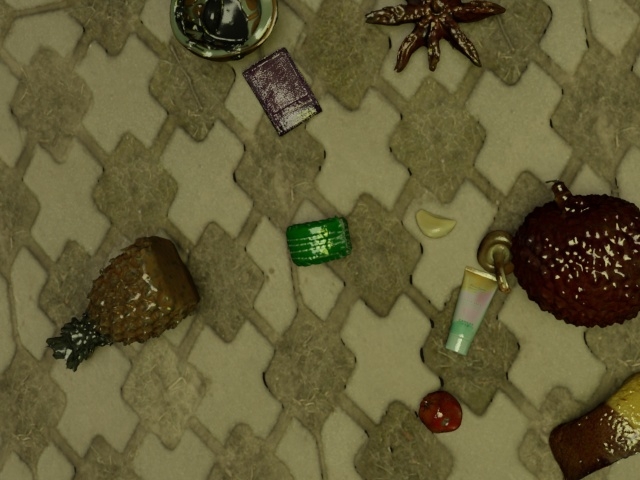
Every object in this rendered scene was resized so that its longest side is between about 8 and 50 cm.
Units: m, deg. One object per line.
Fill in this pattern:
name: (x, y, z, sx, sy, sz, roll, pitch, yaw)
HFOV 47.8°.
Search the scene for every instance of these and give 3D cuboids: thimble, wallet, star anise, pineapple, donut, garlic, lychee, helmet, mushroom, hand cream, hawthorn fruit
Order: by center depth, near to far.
lychee: (0.487, 0.025, 1.333, 0.264, 0.264, 0.300, -26, 104, 8)
donut: (0.561, 0.357, 1.383, 0.295, 0.151, 0.112, -40, 74, 7)
mushroom: (0.360, 0.047, 1.445, 0.088, 0.073, 0.130, -11, 71, 19)
star anise: (0.230, -0.456, 1.461, 0.288, 0.088, 0.289, 0, 92, 9)
hawthorn fruit: (0.247, 0.351, 1.466, 0.093, 0.093, 0.093, 0, 90, 9)
hand cream: (0.304, 0.145, 1.474, 0.076, 0.047, 0.174, 21, 84, 10)
thimble: (0.000, 0.000, 1.482, 0.130, 0.118, 0.090, -9, 93, 27)
garlic: (0.232, -0.032, 1.484, 0.083, 0.041, 0.053, 25, 89, 15)
helmet: (-0.198, -0.463, 1.506, 0.224, 0.130, 0.199, -9, 91, -2)
pineapple: (-0.428, 0.149, 1.516, 0.362, 0.202, 0.202, -34, 85, 15)
wallet: (-0.082, -0.317, 1.536, 0.111, 0.030, 0.166, -32, 85, 8)
